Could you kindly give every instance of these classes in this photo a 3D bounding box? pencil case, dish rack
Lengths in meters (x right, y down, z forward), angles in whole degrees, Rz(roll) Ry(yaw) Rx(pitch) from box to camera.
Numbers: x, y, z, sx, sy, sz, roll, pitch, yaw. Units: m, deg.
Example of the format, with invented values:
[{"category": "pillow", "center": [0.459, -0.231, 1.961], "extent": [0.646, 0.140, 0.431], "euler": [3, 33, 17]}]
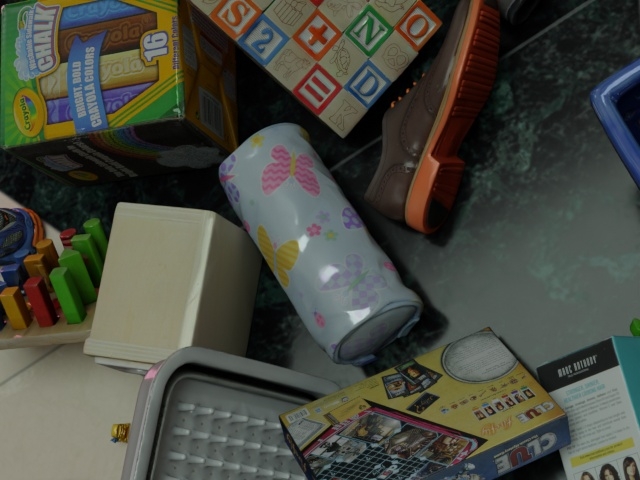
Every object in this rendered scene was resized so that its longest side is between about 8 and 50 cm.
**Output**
[{"category": "pencil case", "center": [0.000, 0.000, 1.497], "extent": [0.124, 0.113, 0.273], "euler": [-21, 64, -31]}, {"category": "dish rack", "center": [-0.103, 0.286, 1.395], "extent": [0.072, 0.285, 0.333], "euler": [0, 76, 46]}]

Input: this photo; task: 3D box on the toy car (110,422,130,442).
[{"category": "toy car", "center": [-0.268, 0.255, 1.567], "extent": [0.060, 0.040, 0.122], "euler": [19, 84, 22]}]

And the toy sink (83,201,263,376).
[{"category": "toy sink", "center": [-0.165, 0.092, 1.513], "extent": [0.131, 0.153, 0.234], "euler": [5, 80, 20]}]

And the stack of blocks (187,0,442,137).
[{"category": "stack of blocks", "center": [-0.033, -0.273, 1.486], "extent": [0.171, 0.297, 0.087], "euler": [-49, 28, 2]}]

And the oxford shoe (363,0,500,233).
[{"category": "oxford shoe", "center": [0.118, -0.150, 1.489], "extent": [0.098, 0.097, 0.271], "euler": [21, 95, 28]}]

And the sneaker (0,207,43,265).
[{"category": "sneaker", "center": [-0.450, 0.008, 1.668], "extent": [0.221, 0.087, 0.083], "euler": [-25, 69, 12]}]

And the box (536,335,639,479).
[{"category": "box", "center": [0.297, 0.224, 1.349], "extent": [0.100, 0.060, 0.244], "euler": [-29, 66, 41]}]

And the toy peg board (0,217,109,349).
[{"category": "toy peg board", "center": [-0.312, 0.044, 1.566], "extent": [0.160, 0.161, 0.079], "euler": [-6, 118, 18]}]

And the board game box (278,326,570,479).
[{"category": "board game box", "center": [0.100, 0.188, 1.365], "extent": [0.243, 0.042, 0.165], "euler": [-21, 35, -11]}]

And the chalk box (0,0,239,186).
[{"category": "chalk box", "center": [-0.259, -0.176, 1.597], "extent": [0.289, 0.180, 0.179], "euler": [-7, 75, 16]}]

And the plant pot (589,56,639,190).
[{"category": "plant pot", "center": [0.425, -0.078, 1.317], "extent": [0.236, 0.212, 0.236], "euler": [-31, 69, 11]}]

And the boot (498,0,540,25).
[{"category": "boot", "center": [0.207, -0.422, 1.546], "extent": [0.222, 0.118, 0.338], "euler": [22, 95, 20]}]

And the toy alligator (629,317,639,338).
[{"category": "toy alligator", "center": [0.394, 0.130, 1.366], "extent": [0.189, 0.056, 0.051], "euler": [38, 50, 23]}]
